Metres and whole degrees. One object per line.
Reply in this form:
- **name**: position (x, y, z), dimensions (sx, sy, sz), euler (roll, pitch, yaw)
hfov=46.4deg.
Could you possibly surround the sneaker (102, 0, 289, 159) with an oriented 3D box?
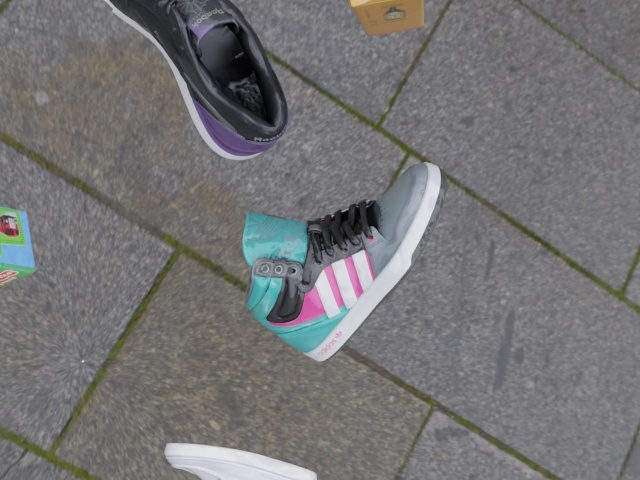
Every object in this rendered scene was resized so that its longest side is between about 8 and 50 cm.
- **sneaker**: position (-0.114, -0.209, 0.669), dimensions (0.107, 0.124, 0.283), euler (-38, 99, -13)

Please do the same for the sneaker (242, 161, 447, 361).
- **sneaker**: position (0.000, 0.000, 0.876), dimensions (0.178, 0.124, 0.295), euler (27, 116, -17)

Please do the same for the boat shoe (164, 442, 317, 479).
- **boat shoe**: position (-0.093, 0.275, 0.850), dimensions (0.184, 0.066, 0.063), euler (23, 65, -26)

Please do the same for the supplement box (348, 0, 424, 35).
- **supplement box**: position (0.075, -0.287, 0.845), dimensions (0.078, 0.233, 0.080), euler (-8, 99, 8)

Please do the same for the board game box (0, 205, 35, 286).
- **board game box**: position (-0.255, 0.011, 0.303), dimensions (0.160, 0.211, 0.039), euler (-21, 73, 19)
